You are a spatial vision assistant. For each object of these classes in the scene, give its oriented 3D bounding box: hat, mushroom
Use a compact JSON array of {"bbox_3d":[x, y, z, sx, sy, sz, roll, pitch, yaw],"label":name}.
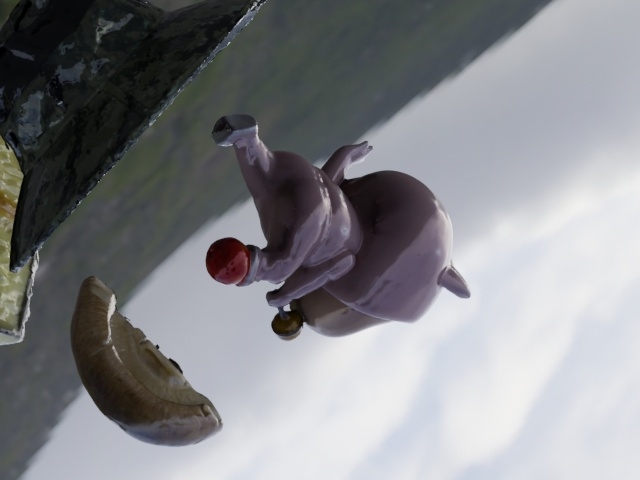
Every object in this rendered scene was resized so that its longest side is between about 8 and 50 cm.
[{"bbox_3d":[-0.167,-0.112,1.305,0.265,0.128,0.265,-50,-176,5],"label":"hat"},{"bbox_3d":[-0.192,0.133,1.883,0.072,0.210,0.094,-50,168,29],"label":"mushroom"}]

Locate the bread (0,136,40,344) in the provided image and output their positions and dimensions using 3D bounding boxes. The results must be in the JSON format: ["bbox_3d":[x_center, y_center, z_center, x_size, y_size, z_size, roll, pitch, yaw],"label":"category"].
[{"bbox_3d":[-0.314,-0.035,1.580,0.142,0.178,0.266,-44,-149,43],"label":"bread"}]

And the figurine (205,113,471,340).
[{"bbox_3d":[0.000,0.000,1.787,0.186,0.287,0.176,-52,-134,19],"label":"figurine"}]
